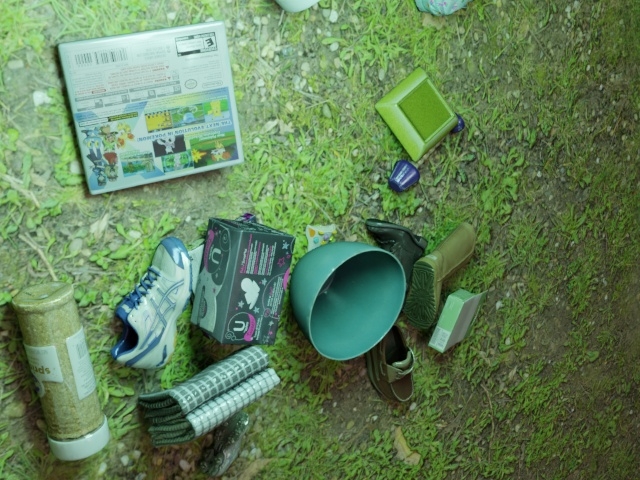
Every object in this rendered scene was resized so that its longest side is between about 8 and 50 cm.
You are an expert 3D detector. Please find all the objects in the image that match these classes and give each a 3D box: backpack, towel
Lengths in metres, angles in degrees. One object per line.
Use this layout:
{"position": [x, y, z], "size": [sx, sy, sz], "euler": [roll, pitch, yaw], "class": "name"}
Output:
{"position": [0.326, -0.652, 2.022], "size": [0.182, 0.115, 0.151], "euler": [-34, 124, -25], "class": "backpack"}
{"position": [-0.253, 0.335, 1.736], "size": [0.235, 0.284, 0.121], "euler": [-29, 91, -35], "class": "towel"}

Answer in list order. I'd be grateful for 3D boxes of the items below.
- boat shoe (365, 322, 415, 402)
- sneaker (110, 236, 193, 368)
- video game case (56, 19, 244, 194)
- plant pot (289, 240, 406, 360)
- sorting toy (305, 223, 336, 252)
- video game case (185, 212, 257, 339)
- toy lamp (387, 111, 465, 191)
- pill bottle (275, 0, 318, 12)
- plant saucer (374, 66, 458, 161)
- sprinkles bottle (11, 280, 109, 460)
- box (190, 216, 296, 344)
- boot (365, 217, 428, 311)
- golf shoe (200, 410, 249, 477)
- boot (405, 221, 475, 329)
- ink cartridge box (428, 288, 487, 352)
{"position": [0.200, 0.336, 2.197], "size": [0.123, 0.116, 0.324], "euler": [-40, 124, -24], "class": "boat shoe"}
{"position": [-0.363, 0.135, 1.684], "size": [0.131, 0.112, 0.296], "euler": [7, 97, -40], "class": "sneaker"}
{"position": [-0.331, -0.269, 1.595], "size": [0.329, 0.036, 0.299], "euler": [-15, 112, -21], "class": "video game case"}
{"position": [0.035, 0.119, 1.937], "size": [0.290, 0.195, 0.290], "euler": [-19, 123, -31], "class": "plant pot"}
{"position": [0.000, 0.000, 1.996], "size": [0.083, 0.045, 0.075], "euler": [-4, 124, -39], "class": "sorting toy"}
{"position": [-0.212, 0.083, 1.837], "size": [0.210, 0.042, 0.232], "euler": [-31, 120, -28], "class": "video game case"}
{"position": [0.280, -0.237, 2.130], "size": [0.274, 0.080, 0.080], "euler": [-47, 127, -22], "class": "toy lamp"}
{"position": [-0.122, -0.648, 1.598], "size": [0.361, 0.204, 0.204], "euler": [41, 76, -39], "class": "pill bottle"}
{"position": [0.265, -0.334, 2.063], "size": [0.188, 0.045, 0.188], "euler": [-43, 103, -22], "class": "plant saucer"}
{"position": [-0.517, 0.262, 1.588], "size": [0.121, 0.121, 0.355], "euler": [-21, 114, -34], "class": "sprinkles bottle"}
{"position": [-0.176, 0.087, 1.732], "size": [0.142, 0.163, 0.247], "euler": [8, 97, -36], "class": "box"}
{"position": [0.184, 0.074, 2.129], "size": [0.263, 0.091, 0.228], "euler": [24, 86, -43], "class": "boot"}
{"position": [-0.225, 0.500, 1.945], "size": [0.176, 0.069, 0.086], "euler": [-56, 150, -9], "class": "golf shoe"}
{"position": [0.350, 0.101, 2.245], "size": [0.269, 0.089, 0.236], "euler": [-34, 139, -49], "class": "boot"}
{"position": [0.415, 0.228, 2.367], "size": [0.235, 0.056, 0.171], "euler": [-14, 126, -62], "class": "ink cartridge box"}
